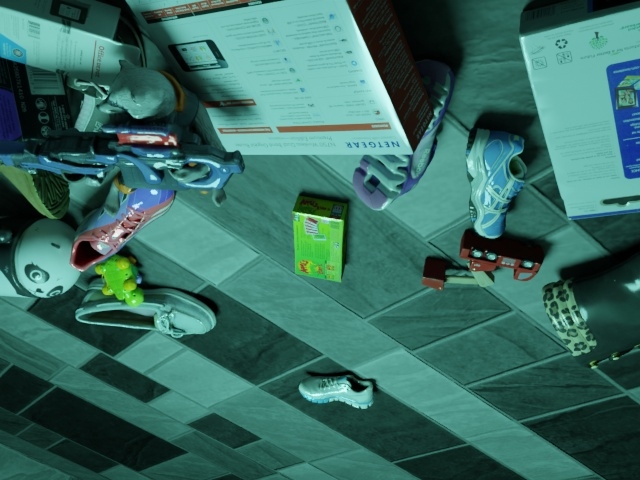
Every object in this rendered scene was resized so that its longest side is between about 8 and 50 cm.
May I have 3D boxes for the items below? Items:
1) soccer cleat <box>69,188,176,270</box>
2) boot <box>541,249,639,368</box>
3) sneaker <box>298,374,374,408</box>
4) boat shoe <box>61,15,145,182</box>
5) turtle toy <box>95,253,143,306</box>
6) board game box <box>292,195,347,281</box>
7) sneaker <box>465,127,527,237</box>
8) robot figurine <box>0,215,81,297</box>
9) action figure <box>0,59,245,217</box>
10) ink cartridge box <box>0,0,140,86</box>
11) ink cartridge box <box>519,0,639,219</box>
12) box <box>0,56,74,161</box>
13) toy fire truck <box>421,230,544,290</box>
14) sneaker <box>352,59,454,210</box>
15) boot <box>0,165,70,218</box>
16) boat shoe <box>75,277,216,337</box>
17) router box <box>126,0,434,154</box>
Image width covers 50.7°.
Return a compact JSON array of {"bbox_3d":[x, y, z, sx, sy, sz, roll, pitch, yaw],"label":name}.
[{"bbox_3d":[-0.383,-0.035,1.294,0.108,0.117,0.318,38,137,-25],"label":"soccer cleat"},{"bbox_3d":[0.587,0.151,1.148,0.284,0.138,0.377,-26,121,39],"label":"boot"},{"bbox_3d":[0.041,0.355,1.660,0.190,0.071,0.083,5,135,1],"label":"sneaker"},{"bbox_3d":[-0.361,-0.212,1.089,0.112,0.096,0.335,25,141,-10],"label":"boat shoe"},{"bbox_3d":[-0.430,0.087,1.484,0.095,0.066,0.130,-11,100,31],"label":"turtle toy"},{"bbox_3d":[0.000,0.000,1.256,0.092,0.043,0.181,10,141,9],"label":"board game box"},{"bbox_3d":[0.272,-0.079,1.033,0.081,0.080,0.211,3,141,21],"label":"sneaker"},{"bbox_3d":[-0.638,0.036,1.425,0.278,0.209,0.174,2,101,19],"label":"robot figurine"},{"bbox_3d":[-0.283,-0.148,1.007,0.341,0.179,0.330,6,156,-8],"label":"action figure"},{"bbox_3d":[-0.336,-0.277,0.922,0.180,0.060,0.104,13,151,-18],"label":"ink cartridge box"},{"bbox_3d":[0.382,-0.168,0.900,0.165,0.065,0.333,-7,135,26],"label":"ink cartridge box"},{"bbox_3d":[-0.533,-0.204,1.053,0.270,0.143,0.165,-6,96,35],"label":"box"},{"bbox_3d":[0.285,0.046,1.205,0.191,0.047,0.135,11,142,5],"label":"toy fire truck"},{"bbox_3d":[0.134,-0.155,0.993,0.095,0.104,0.236,46,129,30],"label":"sneaker"},{"bbox_3d":[-0.638,-0.142,1.290,0.269,0.089,0.236,-2,125,21],"label":"boot"},{"bbox_3d":[-0.400,0.171,1.559,0.320,0.103,0.118,13,141,5],"label":"boat shoe"},{"bbox_3d":[-0.057,-0.248,0.886,0.335,0.082,0.301,6,143,36],"label":"router box"}]
